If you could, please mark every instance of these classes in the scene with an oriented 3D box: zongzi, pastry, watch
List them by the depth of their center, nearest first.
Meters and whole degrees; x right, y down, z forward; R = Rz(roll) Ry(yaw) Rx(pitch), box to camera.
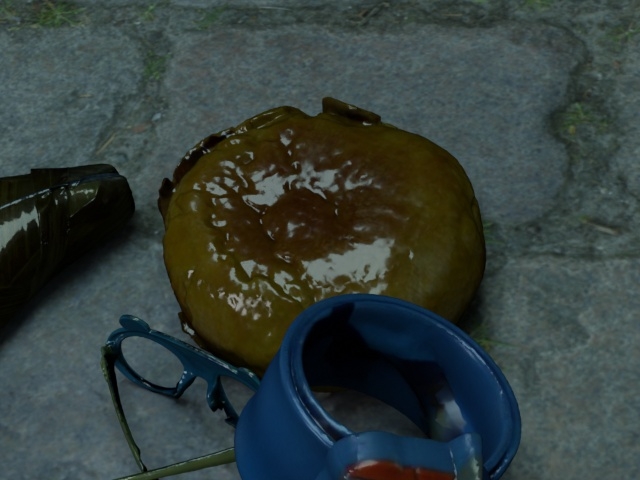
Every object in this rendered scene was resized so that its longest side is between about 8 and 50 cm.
[{"bbox_3d":[0.090,0.187,1.431,0.305,0.241,0.274,9,42,-25],"label":"watch"},{"bbox_3d":[0.000,0.000,1.654,0.356,0.164,0.356,0,51,0],"label":"pastry"},{"bbox_3d":[-0.308,0.024,1.735,0.221,0.112,0.242,-12,55,-2],"label":"zongzi"}]

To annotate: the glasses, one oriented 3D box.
[{"bbox_3d":[-0.156,0.202,1.576,0.239,0.102,0.207,25,84,27],"label":"glasses"}]
